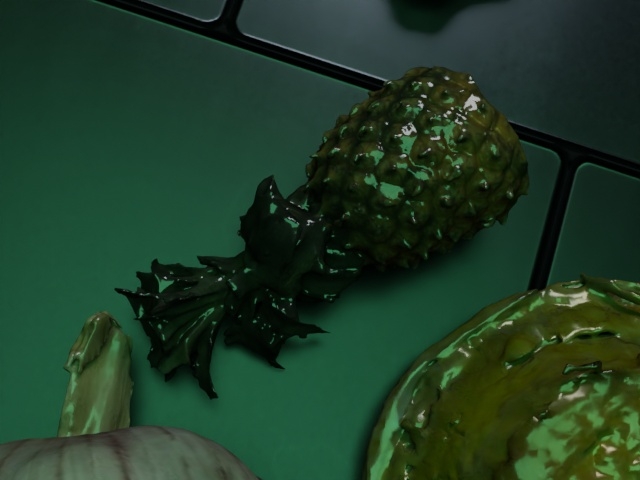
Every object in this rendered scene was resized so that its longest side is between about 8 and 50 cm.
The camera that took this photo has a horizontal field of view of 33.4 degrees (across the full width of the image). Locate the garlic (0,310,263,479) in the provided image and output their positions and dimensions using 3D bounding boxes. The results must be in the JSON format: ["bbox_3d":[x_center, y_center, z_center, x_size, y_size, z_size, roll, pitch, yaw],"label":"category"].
[{"bbox_3d":[-0.120,0.149,0.540,0.245,0.245,0.253,-6,53,-7],"label":"garlic"}]

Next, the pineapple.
[{"bbox_3d":[0.000,0.000,0.639,0.251,0.125,0.125,-33,81,-7],"label":"pineapple"}]

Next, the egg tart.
[{"bbox_3d":[0.165,0.156,0.605,0.295,0.116,0.294,2,76,-7],"label":"egg tart"}]
